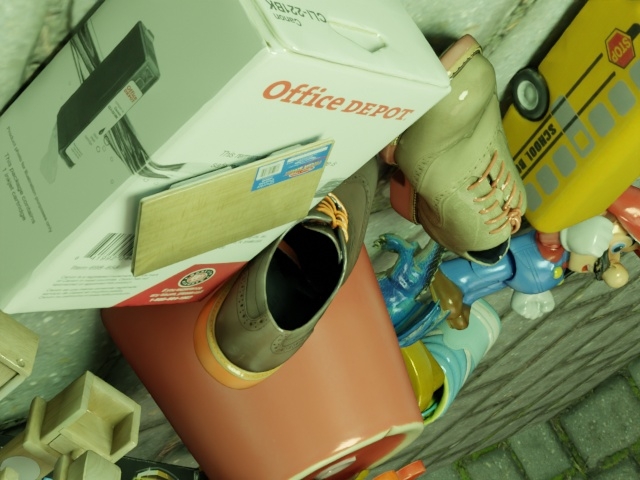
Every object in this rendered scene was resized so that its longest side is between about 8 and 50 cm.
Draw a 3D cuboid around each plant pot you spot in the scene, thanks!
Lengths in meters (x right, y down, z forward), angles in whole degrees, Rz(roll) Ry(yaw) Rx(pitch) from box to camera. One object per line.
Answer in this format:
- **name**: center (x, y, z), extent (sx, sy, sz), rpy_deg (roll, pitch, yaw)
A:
- **plant pot**: center (-0.041, 0.119, 1.107), extent (0.274, 0.243, 0.275), rpy_deg (-26, 162, -9)

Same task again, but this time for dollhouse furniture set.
- **dollhouse furniture set**: center (-0.298, 0.211, 0.787), extent (0.173, 0.356, 0.303), rpy_deg (-38, 120, 23)

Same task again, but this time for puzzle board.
- **puzzle board**: center (-0.057, -0.022, 0.721), extent (0.128, 0.011, 0.096), rpy_deg (-21, 158, -22)

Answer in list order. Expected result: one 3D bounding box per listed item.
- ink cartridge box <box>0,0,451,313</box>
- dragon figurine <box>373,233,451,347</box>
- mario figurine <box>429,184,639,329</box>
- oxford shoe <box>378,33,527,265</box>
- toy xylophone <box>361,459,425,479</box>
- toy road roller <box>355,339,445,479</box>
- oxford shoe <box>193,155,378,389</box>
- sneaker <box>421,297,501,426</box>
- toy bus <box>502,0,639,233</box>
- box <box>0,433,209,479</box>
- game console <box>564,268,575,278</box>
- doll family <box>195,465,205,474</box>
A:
- **ink cartridge box**: center (-0.079, -0.071, 0.758), extent (0.273, 0.114, 0.197), rpy_deg (-38, 159, 30)
- **dragon figurine**: center (0.095, 0.073, 1.333), extent (0.289, 0.144, 0.085), rpy_deg (-32, 161, 8)
- **mario figurine**: center (0.306, 0.041, 1.497), extent (0.320, 0.170, 0.198), rpy_deg (-25, -163, 11)
- **oxford shoe**: center (0.137, -0.069, 1.017), extent (0.123, 0.130, 0.348), rpy_deg (-45, 164, -5)
- **toy xylophone**: center (0.013, 0.265, 1.052), extent (0.236, 0.081, 0.322), rpy_deg (-32, 161, 9)
- **toy road roller**: center (0.018, 0.218, 1.528), extent (0.240, 0.202, 0.329), rpy_deg (-24, 163, -51)
- **oxford shoe**: center (0.000, 0.000, 0.916), extent (0.098, 0.097, 0.271), rpy_deg (-36, -159, 47)
- **sneaker**: center (0.131, 0.226, 1.724), extent (0.208, 0.127, 0.319), rpy_deg (-44, 166, -43)
- **toy bus**: center (0.276, -0.148, 1.040), extent (0.108, 0.130, 0.333), rpy_deg (-18, 159, -29)
- **box**: center (-0.239, 0.270, 1.231), extent (0.293, 0.073, 0.295), rpy_deg (7, 163, 11)
- **game console**: center (0.388, 0.012, 1.711), extent (0.122, 0.107, 0.071), rpy_deg (-37, 131, 22)
- **doll family**: center (-0.137, 0.331, 1.739), extent (0.193, 0.076, 0.111), rpy_deg (-31, -169, 24)
